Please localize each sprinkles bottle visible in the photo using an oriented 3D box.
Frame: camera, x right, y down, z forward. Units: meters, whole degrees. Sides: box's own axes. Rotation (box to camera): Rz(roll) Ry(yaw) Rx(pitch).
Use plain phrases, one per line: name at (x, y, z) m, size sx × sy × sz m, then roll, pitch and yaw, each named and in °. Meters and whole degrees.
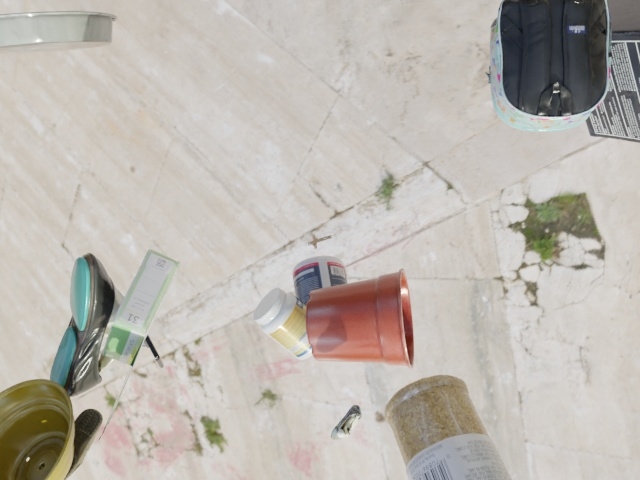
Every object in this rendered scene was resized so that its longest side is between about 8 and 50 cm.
sprinkles bottle at (0.183, 0.331, 0.662) m, size 0.121 × 0.121 × 0.355 m, roll -60°, pitch 33°, yaw 34°

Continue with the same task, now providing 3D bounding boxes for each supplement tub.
supplement tub at (-0.091, 0.250, 1.758) m, size 0.199 × 0.144 × 0.144 m, roll 42°, pitch 131°, yaw -18°
supplement tub at (0.009, 0.207, 2.008) m, size 0.191 × 0.191 × 0.272 m, roll -33°, pitch 55°, yaw 38°

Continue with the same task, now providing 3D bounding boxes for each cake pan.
cake pan at (-0.552, -0.411, 1.155) m, size 0.293 × 0.293 × 0.054 m, roll 6°, pitch 109°, yaw 33°

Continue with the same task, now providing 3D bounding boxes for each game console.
game console at (-0.432, 0.263, 1.381) m, size 0.107 × 0.071 × 0.122 m, roll 57°, pitch 161°, yaw 14°

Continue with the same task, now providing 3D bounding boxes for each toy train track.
toy train track at (0.000, 0.000, 1.818) m, size 0.014 × 0.083 × 0.048 m, roll 31°, pitch 135°, yaw 59°

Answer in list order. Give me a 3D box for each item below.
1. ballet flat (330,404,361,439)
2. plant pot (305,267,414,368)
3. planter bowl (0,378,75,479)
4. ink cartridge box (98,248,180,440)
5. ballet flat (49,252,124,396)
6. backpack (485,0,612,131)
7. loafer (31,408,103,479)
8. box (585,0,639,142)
ballet flat at (0.064, 0.455, 1.420) m, size 0.041 × 0.041 × 0.114 m, roll 38°, pitch 104°, yaw 18°
plant pot at (0.110, 0.224, 1.604) m, size 0.264 × 0.272 × 0.273 m, roll -6°, pitch 105°, yaw 13°
planter bowl at (-0.447, 0.329, 0.878) m, size 0.217 × 0.217 × 0.090 m, roll 13°, pitch 146°, yaw 31°
ink cartridge box at (-0.278, 0.149, 0.821) m, size 0.056 × 0.235 × 0.171 m, roll 26°, pitch 148°, yaw -11°
ballet flat at (-0.371, 0.136, 0.950) m, size 0.095 × 0.096 × 0.281 m, roll 47°, pitch 124°, yaw 37°
backpack at (0.448, -0.344, 1.153) m, size 0.225 × 0.191 × 0.254 m, roll -1°, pitch 79°, yaw 6°
loafer at (-0.410, 0.350, 0.954) m, size 0.056 × 0.148 × 0.050 m, roll 31°, pitch 149°, yaw 9°
box at (0.743, -0.384, 1.304) m, size 0.296 × 0.182 × 0.294 m, roll 57°, pitch 168°, yaw -29°
